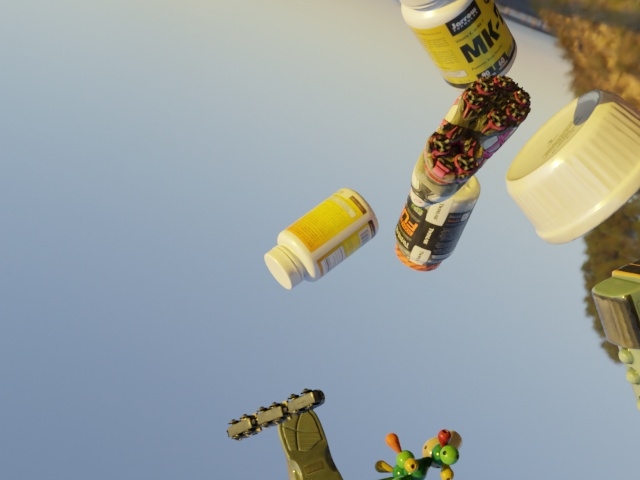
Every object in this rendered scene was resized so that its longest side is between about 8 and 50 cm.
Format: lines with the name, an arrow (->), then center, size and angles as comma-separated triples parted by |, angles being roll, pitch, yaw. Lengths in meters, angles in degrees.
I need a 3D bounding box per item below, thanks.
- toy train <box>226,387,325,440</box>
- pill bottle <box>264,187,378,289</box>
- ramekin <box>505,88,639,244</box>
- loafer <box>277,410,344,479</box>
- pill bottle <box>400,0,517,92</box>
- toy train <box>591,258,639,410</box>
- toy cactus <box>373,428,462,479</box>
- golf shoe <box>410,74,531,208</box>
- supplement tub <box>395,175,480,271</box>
toy train -> -0.055, 0.208, 0.997 | 0.036, 0.158, 0.027 | 4, -117, -50
pill bottle -> 0.000, 0.000, 1.611 | 0.215, 0.117, 0.117 | -36, -135, -19
ramekin -> 0.429, -0.132, 1.391 | 0.127, 0.273, 0.273 | 42, -165, -7
loafer -> -0.007, 0.400, 1.341 | 0.096, 0.084, 0.267 | -11, -117, -8
pill bottle -> 0.188, -0.317, 1.181 | 0.119, 0.119, 0.208 | 39, 177, 47
toy train -> 0.557, 0.171, 1.304 | 0.190, 0.333, 0.142 | -23, -170, -8
toy cactus -> 0.157, 0.352, 1.335 | 0.181, 0.219, 0.112 | -22, -115, -45
golf shoe -> 0.150, -0.106, 0.864 | 0.067, 0.086, 0.186 | 42, -123, 6
supplement tub -> 0.203, -0.041, 1.494 | 0.117, 0.190, 0.117 | 9, -138, -9
